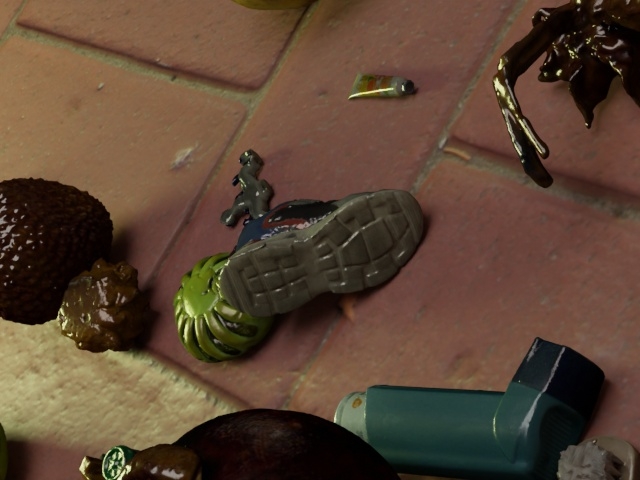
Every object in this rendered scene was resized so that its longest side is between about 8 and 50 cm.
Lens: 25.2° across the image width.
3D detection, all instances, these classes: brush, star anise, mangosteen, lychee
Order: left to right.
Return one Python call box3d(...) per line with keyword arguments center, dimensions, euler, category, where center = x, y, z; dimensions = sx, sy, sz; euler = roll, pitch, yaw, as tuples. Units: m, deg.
box3d(center=(-0.357, 0.012, 1.793), dimensions=(0.194, 0.194, 0.194), euler=(-23, 49, 30), category="lychee")
box3d(center=(-0.055, 0.293, 1.237), dimensions=(0.297, 0.293, 0.297), euler=(14, 113, 34), category="mangosteen")
box3d(center=(0.207, 0.307, 1.157), dimensions=(0.070, 0.065, 0.327), euler=(-7, 59, 36), category="brush")
box3d(center=(0.272, -0.193, 1.378), dimensions=(0.237, 0.148, 0.346), euler=(8, 59, 48), category="star anise")

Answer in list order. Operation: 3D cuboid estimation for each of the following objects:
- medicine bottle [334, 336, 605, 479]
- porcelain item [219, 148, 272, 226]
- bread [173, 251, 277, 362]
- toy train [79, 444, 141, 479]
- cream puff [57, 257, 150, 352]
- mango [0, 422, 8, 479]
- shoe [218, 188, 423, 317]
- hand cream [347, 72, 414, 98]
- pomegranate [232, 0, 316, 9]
box3d(center=(0.131, 0.159, 1.314), dimensions=(0.258, 0.079, 0.124), euler=(-6, 63, 41), category="medicine bottle")
box3d(center=(-0.091, -0.043, 1.699), dimensions=(0.075, 0.021, 0.136), euler=(-37, 44, 17), category="porcelain item")
box3d(center=(-0.112, 0.071, 1.606), dimensions=(0.130, 0.071, 0.139), euler=(-44, 41, 17), category="bread")
box3d(center=(-0.187, 0.301, 1.506), dimensions=(0.228, 0.091, 0.136), euler=(37, 101, 48), category="toy train")
box3d(center=(-0.255, 0.082, 1.718), dimensions=(0.116, 0.094, 0.122), euler=(-39, 66, 21), category="cream puff")
box3d(center=(-0.523, 0.275, 1.781), dimensions=(0.343, 0.156, 0.192), euler=(-4, 52, 45), category="mango")
box3d(center=(0.000, 0.000, 1.538), dimensions=(0.228, 0.099, 0.125), euler=(-21, 22, 5), category="shoe")
box3d(center=(0.068, -0.177, 1.648), dimensions=(0.102, 0.022, 0.035), euler=(10, 75, 50), category="hand cream")
box3d(center=(-0.057, -0.408, 1.761), dimensions=(0.264, 0.264, 0.264), euler=(-23, 49, 30), category="pomegranate")
